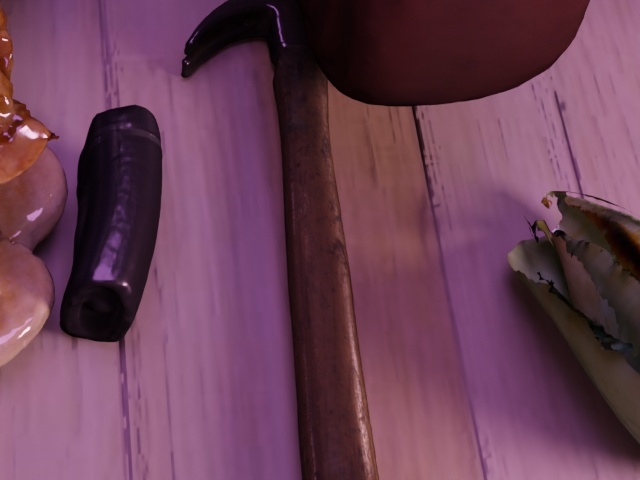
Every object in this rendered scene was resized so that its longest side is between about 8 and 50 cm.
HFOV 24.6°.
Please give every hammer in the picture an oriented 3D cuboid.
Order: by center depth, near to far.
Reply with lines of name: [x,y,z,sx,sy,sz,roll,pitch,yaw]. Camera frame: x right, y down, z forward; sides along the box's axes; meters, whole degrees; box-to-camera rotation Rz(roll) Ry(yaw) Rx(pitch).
hammer: [0.000,0.000,0.981,0.168,0.044,0.440,-2,57,-9]

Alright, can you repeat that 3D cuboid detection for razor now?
razor: [-0.133,-0.009,0.945,0.054,0.090,0.148,9,56,-12]

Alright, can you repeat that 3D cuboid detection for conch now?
conch: [0.212,0.053,0.914,0.250,0.137,0.143,40,62,18]

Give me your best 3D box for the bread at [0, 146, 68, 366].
bread: [-0.315,0.001,0.939,0.316,0.054,0.316,3,55,-5]

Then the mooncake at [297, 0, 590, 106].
mooncake: [0.062,-0.266,0.946,0.174,0.326,0.334,-8,56,-14]

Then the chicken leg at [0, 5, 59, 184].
chicken leg: [-0.299,-0.162,0.948,0.295,0.182,0.409,-17,49,-15]
